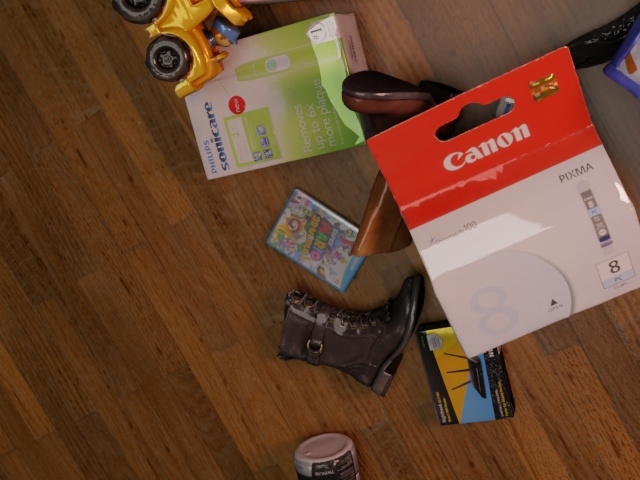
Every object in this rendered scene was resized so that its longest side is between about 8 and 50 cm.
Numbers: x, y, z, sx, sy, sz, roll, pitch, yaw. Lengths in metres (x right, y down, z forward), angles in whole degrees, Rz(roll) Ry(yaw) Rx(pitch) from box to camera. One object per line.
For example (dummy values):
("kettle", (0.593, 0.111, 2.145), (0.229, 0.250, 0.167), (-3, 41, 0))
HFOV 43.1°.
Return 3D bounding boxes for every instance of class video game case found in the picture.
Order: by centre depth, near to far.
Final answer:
("video game case", (0.000, 0.000, 1.419), (0.166, 0.015, 0.119), (33, 112, 6))

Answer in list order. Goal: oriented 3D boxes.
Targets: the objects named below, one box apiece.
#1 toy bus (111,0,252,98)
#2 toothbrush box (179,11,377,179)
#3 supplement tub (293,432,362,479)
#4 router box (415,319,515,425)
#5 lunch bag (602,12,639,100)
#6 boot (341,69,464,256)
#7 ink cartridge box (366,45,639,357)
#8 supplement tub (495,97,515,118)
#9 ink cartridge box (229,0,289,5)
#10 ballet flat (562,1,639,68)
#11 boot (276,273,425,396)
("toy bus", (-0.172, -0.347, 1.182), (0.211, 0.149, 0.220), (-24, 106, 9))
("toothbrush box", (-0.066, -0.233, 1.316), (0.283, 0.122, 0.206), (-9, 102, 21))
("supplement tub", (0.022, 0.463, 1.491), (0.116, 0.117, 0.191), (-6, 104, 19))
("router box", (0.249, 0.222, 1.386), (0.133, 0.046, 0.179), (-12, 102, 21))
("lunch bag", (0.614, -0.245, 1.036), (0.385, 0.239, 0.328), (32, 114, -1))
("boot", (0.090, -0.110, 1.239), (0.096, 0.264, 0.281), (31, 113, 29))
("ink cartridge box", (0.282, -0.039, 1.174), (0.308, 0.091, 0.385), (-24, 121, 10))
("supplement tub", (0.326, -0.200, 1.227), (0.107, 0.071, 0.071), (23, 111, 10))
("ink cartridge box", (-0.092, -0.480, 1.248), (0.306, 0.131, 0.226), (-1, 106, 17))
("ballet flat", (0.427, -0.301, 1.187), (0.173, 0.049, 0.057), (-24, 142, 23))
("boot", (0.044, 0.139, 1.404), (0.228, 0.091, 0.263), (24, 113, 9))
